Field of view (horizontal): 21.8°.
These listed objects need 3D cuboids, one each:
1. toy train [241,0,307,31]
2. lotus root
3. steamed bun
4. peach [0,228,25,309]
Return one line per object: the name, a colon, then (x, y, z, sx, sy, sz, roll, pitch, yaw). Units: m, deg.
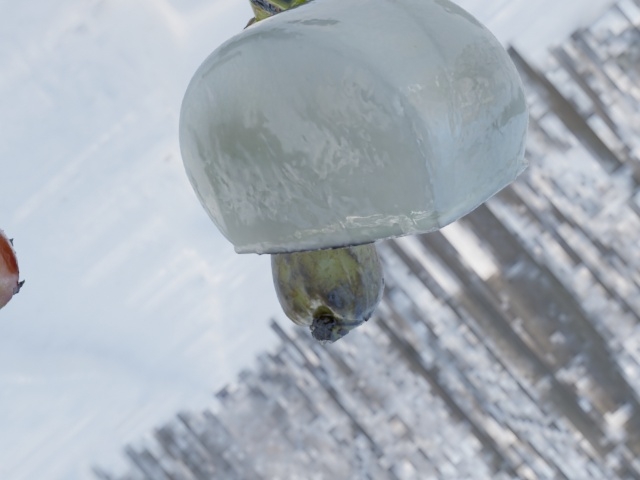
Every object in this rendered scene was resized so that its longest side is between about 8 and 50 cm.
toy train: (0.018, -0.171, 1.373, 0.089, 0.219, 0.127, -49, 150, -15)
lotus root: (0.000, 0.000, 1.614, 0.108, 0.191, 0.094, -10, -165, 7)
steamed bun: (0.016, -0.092, 1.182, 0.241, 0.164, 0.146, -8, -162, 45)
peach: (-0.214, 0.007, 0.896, 0.098, 0.098, 0.061, -41, 148, -21)
